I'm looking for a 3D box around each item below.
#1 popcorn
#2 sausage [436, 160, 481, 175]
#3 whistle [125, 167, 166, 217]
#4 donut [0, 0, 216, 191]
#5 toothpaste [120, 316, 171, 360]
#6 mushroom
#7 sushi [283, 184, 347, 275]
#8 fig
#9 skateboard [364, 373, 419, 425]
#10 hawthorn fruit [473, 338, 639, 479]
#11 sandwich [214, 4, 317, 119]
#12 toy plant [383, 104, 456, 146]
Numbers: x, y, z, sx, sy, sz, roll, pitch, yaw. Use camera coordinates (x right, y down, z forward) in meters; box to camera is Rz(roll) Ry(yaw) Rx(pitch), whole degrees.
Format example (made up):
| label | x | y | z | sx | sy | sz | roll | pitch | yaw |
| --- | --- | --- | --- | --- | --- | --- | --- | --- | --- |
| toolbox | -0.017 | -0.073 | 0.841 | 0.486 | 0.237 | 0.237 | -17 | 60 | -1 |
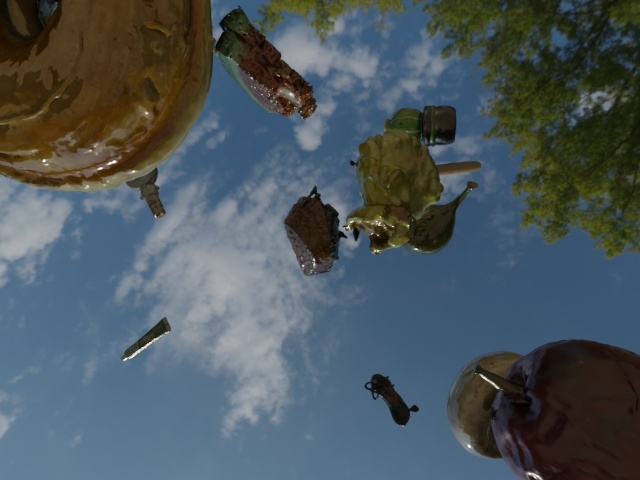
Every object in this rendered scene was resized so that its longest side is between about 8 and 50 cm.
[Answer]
| label | x | y | z | sx | sy | sz | roll | pitch | yaw |
| --- | --- | --- | --- | --- | --- | --- | --- | --- | --- |
| popcorn | 0.118 | -0.088 | 0.687 | 0.173 | 0.168 | 0.195 | 11 | -124 | 38 |
| sausage | 0.259 | -0.146 | 0.825 | 0.132 | 0.024 | 0.024 | -6 | -110 | 6 |
| whistle | -0.522 | -0.167 | 1.211 | 0.107 | 0.057 | 0.220 | -31 | -101 | 11 |
| donut | -0.336 | -0.283 | 0.514 | 0.448 | 0.198 | 0.450 | 1 | -82 | 7 |
| toothpaste | -0.534 | 0.308 | 1.227 | 0.204 | 0.031 | 0.049 | -37 | -111 | 12 |
| mushroom | 0.345 | 0.317 | 0.721 | 0.207 | 0.207 | 0.215 | -37 | -149 | -5 |
| sushi | -0.001 | 0.000 | 1.111 | 0.149 | 0.287 | 0.140 | 13 | -136 | 46 |
| fig | 0.322 | -0.075 | 1.114 | 0.151 | 0.151 | 0.259 | 42 | -63 | 19 |
| skateboard | 0.180 | 0.421 | 1.074 | 0.151 | 0.080 | 0.067 | 45 | -68 | 34 |
| hawthorn fruit | 0.312 | 0.225 | 0.507 | 0.265 | 0.210 | 0.230 | 27 | -63 | 9 |
| sandwich | -0.086 | -0.267 | 0.684 | 0.159 | 0.235 | 0.079 | 45 | -85 | 3 |
| toy plant | 0.228 | -0.262 | 0.933 | 0.162 | 0.093 | 0.093 | 3 | -108 | 16 |
